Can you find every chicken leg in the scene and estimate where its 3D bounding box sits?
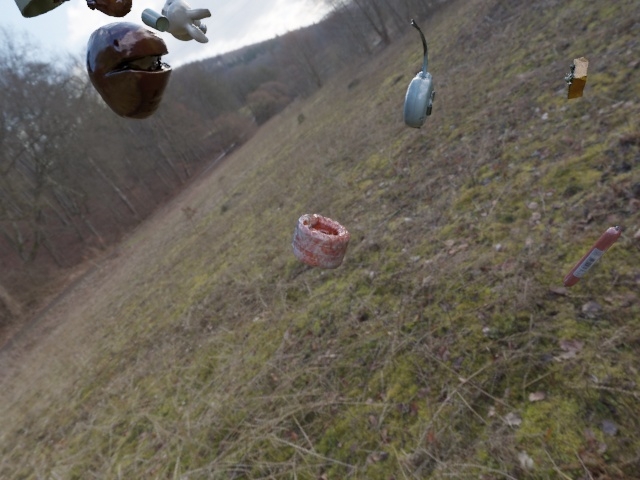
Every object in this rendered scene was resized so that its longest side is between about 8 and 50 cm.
[{"bbox_3d":[-0.775,-0.825,1.387,0.093,0.305,0.113,11,-89,-87],"label":"chicken leg"}]

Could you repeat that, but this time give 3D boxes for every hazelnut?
[{"bbox_3d":[-0.516,-0.461,1.130,0.217,0.251,0.217,4,30,-2],"label":"hazelnut"}]

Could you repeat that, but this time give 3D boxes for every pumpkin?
[{"bbox_3d":[0.696,-0.441,1.122,0.054,0.083,0.074,10,66,23],"label":"pumpkin"}]

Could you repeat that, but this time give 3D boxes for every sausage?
[{"bbox_3d":[0.636,0.044,0.972,0.029,0.030,0.223,-54,-18,-38],"label":"sausage"}]

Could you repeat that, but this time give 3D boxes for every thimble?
[{"bbox_3d":[0.000,0.000,1.749,0.239,0.240,0.162,-81,9,-65],"label":"thimble"}]

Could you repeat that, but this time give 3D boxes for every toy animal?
[{"bbox_3d":[-0.503,-0.817,1.542,0.193,0.179,0.127,38,113,63],"label":"toy animal"}]

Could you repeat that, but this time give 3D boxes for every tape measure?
[{"bbox_3d":[0.292,-0.464,1.190,0.084,0.330,0.163,8,67,14],"label":"tape measure"}]

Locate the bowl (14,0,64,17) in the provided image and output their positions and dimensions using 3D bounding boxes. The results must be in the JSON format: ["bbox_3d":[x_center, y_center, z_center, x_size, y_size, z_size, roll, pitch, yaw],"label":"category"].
[{"bbox_3d":[-0.938,-0.849,1.368,0.212,0.112,0.211,-24,27,14],"label":"bowl"}]

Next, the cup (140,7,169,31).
[{"bbox_3d":[-0.525,-0.695,1.319,0.083,0.074,0.054,36,67,26],"label":"cup"}]
